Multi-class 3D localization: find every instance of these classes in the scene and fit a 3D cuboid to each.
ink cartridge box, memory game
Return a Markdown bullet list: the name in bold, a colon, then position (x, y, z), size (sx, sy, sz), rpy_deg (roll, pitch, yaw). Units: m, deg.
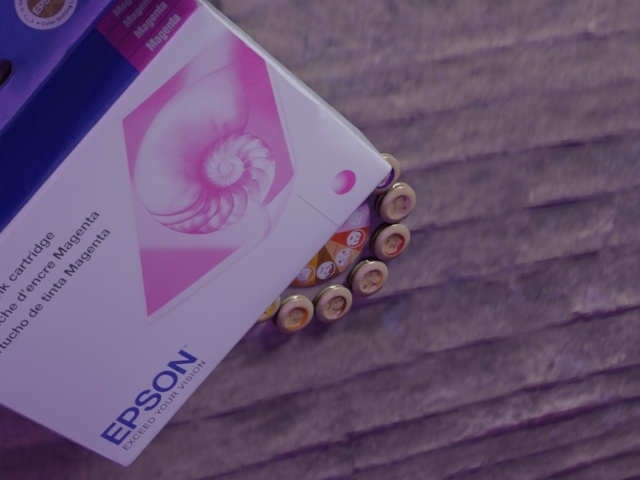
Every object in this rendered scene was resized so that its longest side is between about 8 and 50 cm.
- **ink cartridge box**: position (-0.155, -0.022, 1.069), size (0.324, 0.071, 0.330), rpy_deg (-49, 134, 6)
- **memory game**: position (0.000, 0.000, 1.237), size (0.186, 0.012, 0.186), rpy_deg (-18, 129, -23)
